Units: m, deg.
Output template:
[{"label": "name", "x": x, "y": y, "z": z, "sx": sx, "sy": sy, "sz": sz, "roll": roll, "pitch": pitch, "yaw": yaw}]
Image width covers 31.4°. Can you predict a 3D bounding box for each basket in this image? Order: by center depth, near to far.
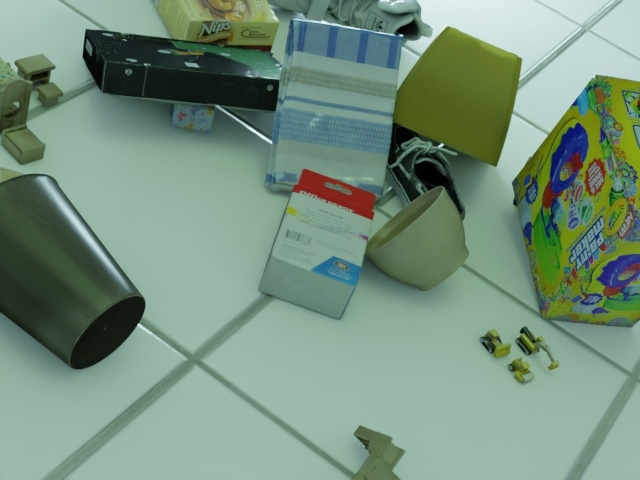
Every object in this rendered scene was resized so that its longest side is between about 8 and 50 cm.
[{"label": "basket", "x": -0.348, "y": 0.045, "z": 1.479, "sx": 0.227, "sy": 0.154, "sz": 0.204, "roll": 41, "pitch": 41, "yaw": 17}]

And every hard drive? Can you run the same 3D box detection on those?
[{"label": "hard drive", "x": -0.216, "y": -0.284, "z": 1.918, "sx": 0.339, "sy": 0.064, "sz": 0.237, "roll": 2, "pitch": 22, "yaw": -22}]

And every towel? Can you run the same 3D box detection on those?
[{"label": "towel", "x": 0.026, "y": -0.211, "z": 1.867, "sx": 0.209, "sy": 0.285, "sz": 0.034, "roll": 7, "pitch": 4, "yaw": -20}]

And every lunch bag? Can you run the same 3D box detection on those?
[{"label": "lunch bag", "x": -0.214, "y": -0.217, "z": 1.906, "sx": 0.071, "sy": 0.053, "sz": 0.083, "roll": 8, "pitch": 28, "yaw": -14}]

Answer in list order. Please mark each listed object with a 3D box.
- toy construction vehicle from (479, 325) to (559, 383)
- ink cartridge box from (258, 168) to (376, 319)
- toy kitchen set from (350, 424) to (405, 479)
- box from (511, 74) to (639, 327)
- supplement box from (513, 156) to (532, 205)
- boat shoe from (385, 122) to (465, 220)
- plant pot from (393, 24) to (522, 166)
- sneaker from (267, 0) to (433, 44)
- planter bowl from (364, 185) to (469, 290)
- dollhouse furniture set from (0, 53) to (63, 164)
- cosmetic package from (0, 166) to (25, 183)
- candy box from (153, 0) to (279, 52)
[{"label": "toy construction vehicle", "x": 0.303, "y": 0.165, "z": 1.722, "sx": 0.086, "sy": 0.035, "sz": 0.098, "roll": -11, "pitch": 50, "yaw": -34}, {"label": "ink cartridge box", "x": 0.000, "y": 0.000, "z": 1.738, "sx": 0.134, "sy": 0.078, "sz": 0.231, "roll": 20, "pitch": 39, "yaw": -3}, {"label": "toy kitchen set", "x": 0.068, "y": 0.299, "z": 1.474, "sx": 0.068, "sy": 0.075, "sz": 0.083, "roll": 47, "pitch": 71, "yaw": -26}, {"label": "box", "x": 0.467, "y": -0.056, "z": 1.808, "sx": 0.177, "sy": 0.290, "sz": 0.279, "roll": 6, "pitch": 54, "yaw": -18}, {"label": "supplement box", "x": 0.397, "y": -0.093, "z": 2.041, "sx": 0.083, "sy": 0.056, "sz": 0.083, "roll": 22, "pitch": 40, "yaw": -1}, {"label": "boat shoe", "x": 0.171, "y": -0.118, "z": 1.928, "sx": 0.113, "sy": 0.105, "sz": 0.306, "roll": 7, "pitch": 41, "yaw": -17}, {"label": "plant pot", "x": 0.250, "y": -0.264, "z": 2.005, "sx": 0.212, "sy": 0.187, "sz": 0.212, "roll": 25, "pitch": 11, "yaw": 3}, {"label": "sneaker", "x": 0.052, "y": -0.470, "z": 2.247, "sx": 0.365, "sy": 0.137, "sz": 0.210, "roll": -1, "pitch": 42, "yaw": -30}, {"label": "planter bowl", "x": 0.161, "y": 0.008, "z": 1.759, "sx": 0.109, "sy": 0.162, "sz": 0.162, "roll": 49, "pitch": 40, "yaw": -7}, {"label": "dollhouse furniture set", "x": -0.446, "y": -0.230, "z": 1.778, "sx": 0.182, "sy": 0.101, "sz": 0.161, "roll": 42, "pitch": 44, "yaw": 23}, {"label": "cosmetic package", "x": -0.463, "y": -0.054, "z": 1.617, "sx": 0.060, "sy": 0.041, "sz": 0.115, "roll": 15, "pitch": 40, "yaw": -8}, {"label": "candy box", "x": -0.222, "y": -0.475, "z": 2.168, "sx": 0.183, "sy": 0.087, "sz": 0.316, "roll": -3, "pitch": 45, "yaw": -29}]
